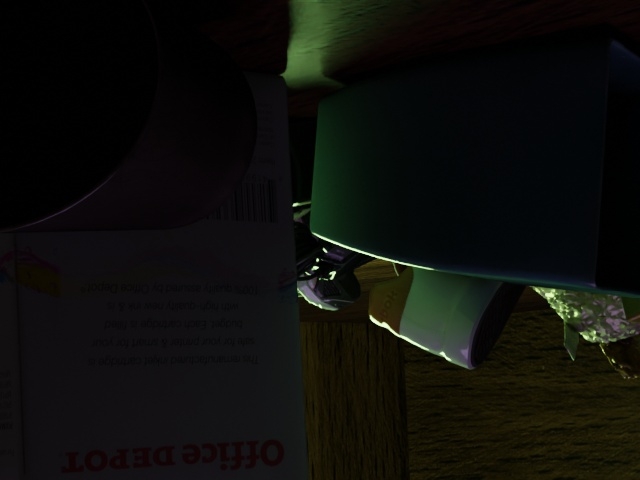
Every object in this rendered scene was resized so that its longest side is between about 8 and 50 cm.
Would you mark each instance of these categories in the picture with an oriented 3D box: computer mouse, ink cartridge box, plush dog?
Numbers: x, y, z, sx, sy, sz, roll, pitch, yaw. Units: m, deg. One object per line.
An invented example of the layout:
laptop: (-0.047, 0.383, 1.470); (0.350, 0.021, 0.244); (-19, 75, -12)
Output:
computer mouse: (0.040, -0.024, 1.258); (0.262, 0.060, 0.184); (-26, 169, -24)
ink cartridge box: (-0.138, 0.034, 0.994); (0.226, 0.306, 0.131); (4, 171, -37)
plush dog: (0.371, 0.014, 1.591); (0.262, 0.210, 0.225); (-2, 147, -51)

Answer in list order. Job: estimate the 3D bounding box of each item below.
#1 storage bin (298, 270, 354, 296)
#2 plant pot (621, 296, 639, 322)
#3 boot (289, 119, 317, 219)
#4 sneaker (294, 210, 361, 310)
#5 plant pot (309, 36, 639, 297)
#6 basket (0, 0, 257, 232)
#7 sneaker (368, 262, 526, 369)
storage bin: (-0.055, 0.032, 1.923); (0.180, 0.084, 0.122); (-5, 172, 28)
plant pot: (0.287, 0.015, 1.113); (0.082, 0.081, 0.083); (4, 159, -37)
boot: (-0.095, -0.040, 1.266); (0.263, 0.091, 0.229); (-2, 171, -17)
sneaker: (0.000, 0.000, 1.471); (0.077, 0.072, 0.178); (-17, 129, 28)
plant pot: (0.120, -0.049, 1.045); (0.234, 0.165, 0.165); (3, 176, 29)
basket: (-0.135, -0.074, 0.792); (0.204, 0.154, 0.227); (-3, 177, 17)
sneaker: (0.134, -0.017, 1.218); (0.123, 0.105, 0.290); (18, -138, 23)
